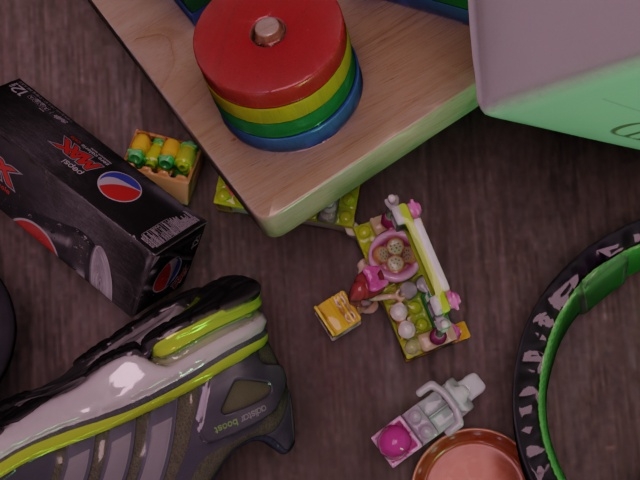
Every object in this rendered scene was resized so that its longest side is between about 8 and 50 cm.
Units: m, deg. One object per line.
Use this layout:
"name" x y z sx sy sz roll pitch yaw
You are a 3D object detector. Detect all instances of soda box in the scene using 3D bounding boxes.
"soda box" -0.157 -0.029 0.853 0.169 0.060 0.053 37 39 16

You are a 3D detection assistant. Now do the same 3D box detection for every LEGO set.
"LEGO set" 0.000 0.000 0.839 0.132 0.107 0.287 -44 82 -6

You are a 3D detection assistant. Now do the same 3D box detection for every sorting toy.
"sorting toy" 0.001 -0.176 0.831 0.257 0.089 0.255 -34 60 -7

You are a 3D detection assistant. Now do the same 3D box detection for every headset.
"headset" 0.280 0.148 0.766 0.243 0.185 0.394 -38 71 -5

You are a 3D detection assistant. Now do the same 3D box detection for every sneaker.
"sneaker" -0.140 0.142 0.780 0.300 0.111 0.121 -31 99 -12

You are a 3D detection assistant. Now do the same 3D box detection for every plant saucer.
"plant saucer" 0.099 0.162 0.855 0.083 0.013 0.083 0 80 1

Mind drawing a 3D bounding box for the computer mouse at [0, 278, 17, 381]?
"computer mouse" -0.310 0.060 0.862 0.272 0.072 0.188 -2 82 14

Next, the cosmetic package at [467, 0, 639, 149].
"cosmetic package" 0.318 -0.239 0.677 0.329 0.393 0.327 6 77 -42
